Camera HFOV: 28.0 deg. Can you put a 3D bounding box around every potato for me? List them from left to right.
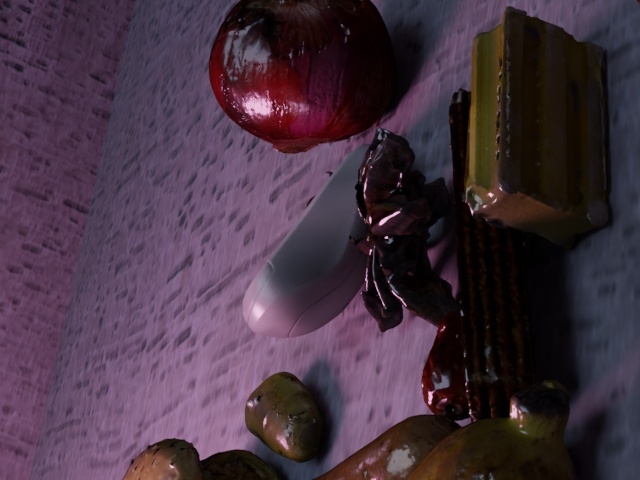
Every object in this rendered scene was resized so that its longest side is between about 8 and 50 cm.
[{"bbox_3d":[-0.052,0.244,1.774,0.188,0.085,0.105,39,112,62],"label":"potato"}]

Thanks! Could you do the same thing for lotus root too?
[{"bbox_3d":[0.149,0.268,1.197,0.314,0.141,0.169,-57,27,11],"label":"lotus root"}]

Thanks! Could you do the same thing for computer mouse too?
[{"bbox_3d":[0.016,0.013,1.706,0.297,0.121,0.184,-51,-9,-14],"label":"computer mouse"}]

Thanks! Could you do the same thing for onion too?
[{"bbox_3d":[-0.024,-0.246,1.849,0.276,0.276,0.276,-49,31,44],"label":"onion"}]

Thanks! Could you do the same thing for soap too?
[{"bbox_3d":[0.222,-0.116,1.323,0.076,0.135,0.233,-42,36,52],"label":"soap"}]

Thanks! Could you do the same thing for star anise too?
[{"bbox_3d":[0.095,-0.011,1.534,0.212,0.129,0.282,-89,-9,-59],"label":"star anise"}]

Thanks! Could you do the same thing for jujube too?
[{"bbox_3d":[0.148,0.133,1.392,0.077,0.077,0.129,-46,26,48],"label":"jujube"}]

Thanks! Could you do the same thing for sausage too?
[{"bbox_3d":[0.021,0.322,1.477,0.501,0.123,0.136,-44,19,52],"label":"sausage"}]

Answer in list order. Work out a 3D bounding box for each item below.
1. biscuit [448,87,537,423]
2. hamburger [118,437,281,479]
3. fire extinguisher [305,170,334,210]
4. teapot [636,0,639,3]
[{"bbox_3d":[0.180,0.011,1.354,0.107,0.073,0.388,75,-168,-53],"label":"biscuit"},{"bbox_3d":[-0.179,0.426,1.793,0.277,0.195,0.318,133,147,-50],"label":"hamburger"},{"bbox_3d":[0.000,0.000,1.856,0.099,0.071,0.231,146,138,-66],"label":"fire extinguisher"},{"bbox_3d":[0.357,-0.310,1.160,0.299,0.166,0.208,-87,17,-49],"label":"teapot"}]
